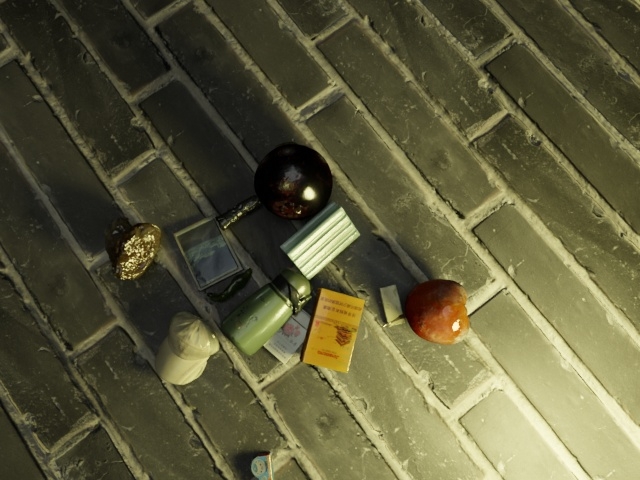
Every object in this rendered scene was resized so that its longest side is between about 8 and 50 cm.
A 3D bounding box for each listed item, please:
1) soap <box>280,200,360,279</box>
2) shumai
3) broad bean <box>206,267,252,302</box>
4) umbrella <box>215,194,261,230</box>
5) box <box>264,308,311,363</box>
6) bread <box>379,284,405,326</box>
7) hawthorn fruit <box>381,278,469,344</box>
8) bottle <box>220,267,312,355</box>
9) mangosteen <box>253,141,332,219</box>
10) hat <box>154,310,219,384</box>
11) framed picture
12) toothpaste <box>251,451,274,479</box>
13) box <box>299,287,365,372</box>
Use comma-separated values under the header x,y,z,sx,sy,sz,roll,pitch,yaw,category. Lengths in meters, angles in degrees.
x,y,z,sx,sy,sz,roll,pitch,yaw,category
0.000,0.000,1.651,0.265,0.087,0.160,-42,125,-6,soap
-0.722,0.026,1.672,0.185,0.184,0.218,14,92,38,shumai
-0.337,0.178,1.678,0.195,0.046,0.061,-31,83,-3,broad bean
-0.298,-0.123,1.726,0.236,0.059,0.066,-32,94,-9,umbrella
-0.110,0.351,1.652,0.109,0.029,0.198,40,83,7,box
0.269,0.245,1.669,0.068,0.028,0.153,-13,79,-2,bread
0.410,0.240,1.568,0.263,0.231,0.235,29,56,3,hawthorn fruit
-0.184,0.245,1.600,0.347,0.168,0.168,-42,82,-5,bottle
-0.089,-0.225,1.641,0.297,0.297,0.313,29,43,6,mangosteen
-0.505,0.390,1.597,0.219,0.164,0.226,30,60,7,hat
-0.438,0.045,1.717,0.189,0.023,0.260,-27,80,-7,framed picture
-0.198,0.855,1.554,0.070,0.044,0.193,-8,79,1,toothpaste
0.043,0.326,1.617,0.174,0.076,0.274,16,80,-7,box
